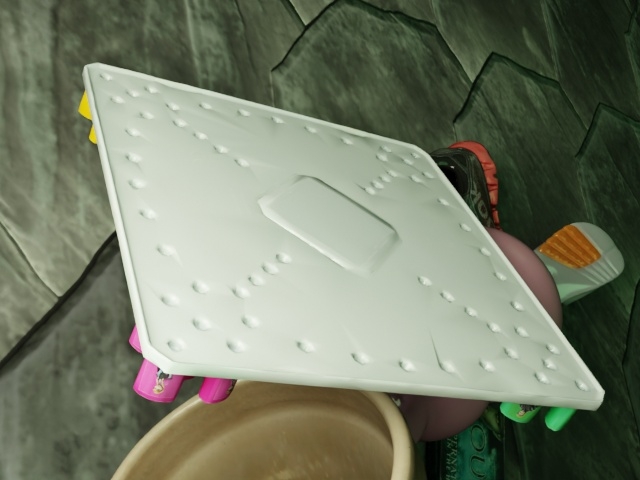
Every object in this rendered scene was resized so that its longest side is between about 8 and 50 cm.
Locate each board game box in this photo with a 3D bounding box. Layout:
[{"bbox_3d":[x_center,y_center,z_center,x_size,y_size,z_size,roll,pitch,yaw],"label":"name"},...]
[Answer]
[{"bbox_3d":[0.000,0.000,0.745,0.390,0.050,0.390,11,33,-29],"label":"board game box"},{"bbox_3d":[0.175,0.280,1.025,0.126,0.026,0.186,28,55,-35],"label":"board game box"}]

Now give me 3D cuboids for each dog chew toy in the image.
[{"bbox_3d":[0.113,0.117,0.911,0.332,0.206,0.206,-32,98,-40],"label":"dog chew toy"}]

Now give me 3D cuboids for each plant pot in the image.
[{"bbox_3d":[-0.021,0.269,0.695,0.263,0.263,0.229,-57,134,-42],"label":"plant pot"}]

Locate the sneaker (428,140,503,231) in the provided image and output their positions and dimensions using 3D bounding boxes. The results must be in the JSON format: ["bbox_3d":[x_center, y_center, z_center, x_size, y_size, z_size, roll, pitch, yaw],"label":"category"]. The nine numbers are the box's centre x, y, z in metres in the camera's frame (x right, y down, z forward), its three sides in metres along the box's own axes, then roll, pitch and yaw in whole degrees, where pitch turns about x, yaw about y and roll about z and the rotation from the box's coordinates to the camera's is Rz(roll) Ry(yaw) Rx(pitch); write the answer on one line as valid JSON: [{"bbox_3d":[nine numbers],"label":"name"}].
[{"bbox_3d":[0.186,0.002,1.099,0.135,0.098,0.276,-2,74,-47],"label":"sneaker"}]

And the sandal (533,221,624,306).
[{"bbox_3d":[0.327,0.055,1.249,0.265,0.076,0.102,-23,76,-28],"label":"sandal"}]
